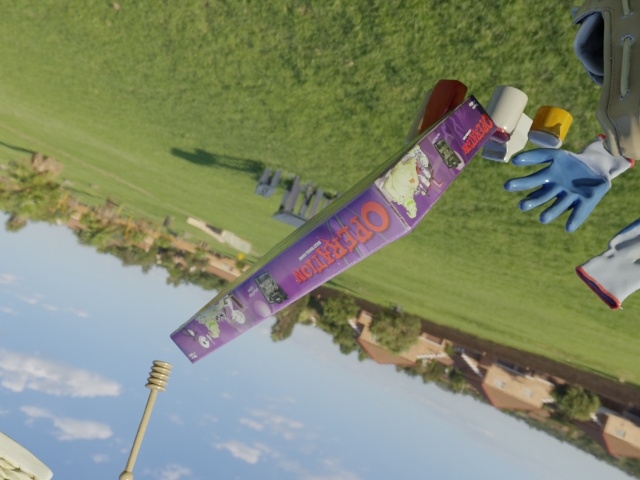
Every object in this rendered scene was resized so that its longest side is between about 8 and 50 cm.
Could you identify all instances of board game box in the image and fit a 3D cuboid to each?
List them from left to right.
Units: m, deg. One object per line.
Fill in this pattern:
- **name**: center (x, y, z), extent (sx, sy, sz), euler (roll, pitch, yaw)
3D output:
- **board game box**: center (0.000, 0.000, 0.571), extent (0.056, 0.208, 0.346), euler (54, 135, -1)

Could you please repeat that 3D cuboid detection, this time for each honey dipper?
- **honey dipper**: center (-0.236, 0.244, 0.766), extent (0.030, 0.161, 0.030), euler (10, 157, 4)

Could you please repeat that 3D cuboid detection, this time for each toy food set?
- **toy food set**: center (0.182, -0.128, 0.711), extent (0.111, 0.105, 0.232), euler (23, -178, -36)

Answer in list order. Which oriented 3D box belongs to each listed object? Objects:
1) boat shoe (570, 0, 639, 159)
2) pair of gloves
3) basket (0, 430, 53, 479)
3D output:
- **boat shoe**: center (0.272, -0.192, 0.491), extent (0.103, 0.302, 0.113), euler (-17, 132, 29)
- **pair of gloves**: center (0.273, -0.024, 0.529), extent (0.198, 0.159, 0.023), euler (54, 155, 24)
- **basket**: center (-0.383, 0.247, 0.570), extent (0.167, 0.113, 0.103), euler (39, -152, -6)
